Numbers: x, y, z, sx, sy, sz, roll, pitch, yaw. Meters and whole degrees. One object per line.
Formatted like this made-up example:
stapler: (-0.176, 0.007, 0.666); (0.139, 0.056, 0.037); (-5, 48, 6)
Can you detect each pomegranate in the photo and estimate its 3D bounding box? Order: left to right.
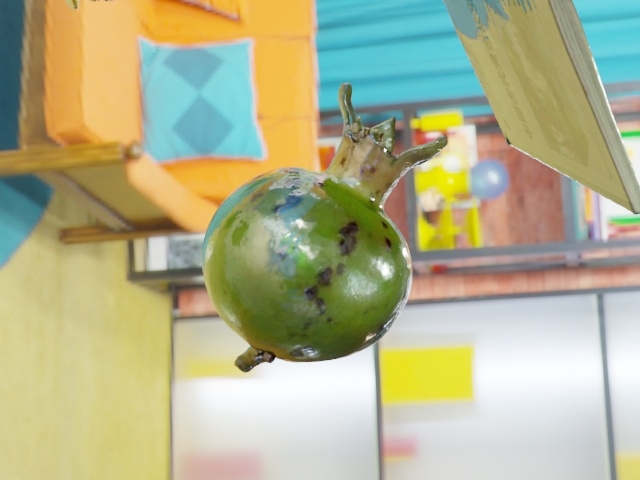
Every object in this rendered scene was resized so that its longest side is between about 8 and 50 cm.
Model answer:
pomegranate: (0.004, -0.006, 0.880); (0.220, 0.156, 0.156); (-59, 153, -22)

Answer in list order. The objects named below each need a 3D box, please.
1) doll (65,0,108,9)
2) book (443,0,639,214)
doll: (-0.204, -0.281, 1.208); (0.084, 0.127, 0.073); (39, -25, 50)
book: (0.171, -0.145, 0.978); (0.215, 0.025, 0.283); (64, -3, -17)
